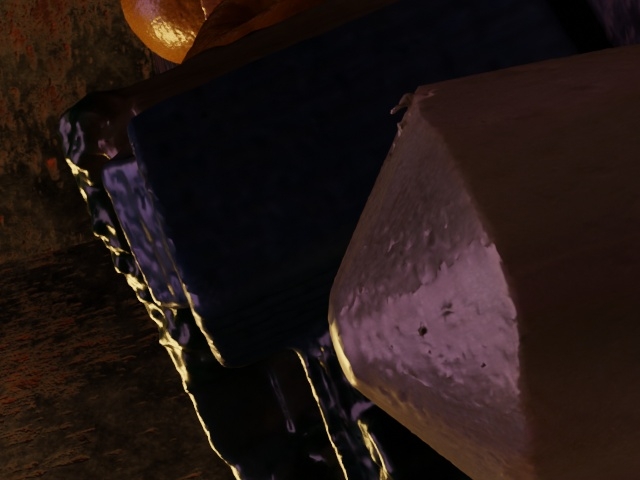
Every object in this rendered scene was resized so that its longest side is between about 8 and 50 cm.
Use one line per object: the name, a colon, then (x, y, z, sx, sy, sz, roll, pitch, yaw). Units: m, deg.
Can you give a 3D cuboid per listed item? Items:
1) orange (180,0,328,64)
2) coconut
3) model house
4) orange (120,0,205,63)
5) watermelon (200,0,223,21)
orange: (-0.019, -0.144, 1.712, 0.183, 0.249, 0.249, 53, 179, -19)
coconut: (0.124, 0.021, 0.978, 0.239, 0.244, 0.239, 166, 90, -80)
model house: (0.042, 0.038, 1.301, 0.342, 0.335, 0.382, -125, 12, -72)
orange: (-0.163, -0.321, 2.434, 0.206, 0.206, 0.206, 166, 90, -81)
watermelon: (-0.033, -0.313, 1.850, 0.128, 0.159, 0.303, 29, 139, 36)
